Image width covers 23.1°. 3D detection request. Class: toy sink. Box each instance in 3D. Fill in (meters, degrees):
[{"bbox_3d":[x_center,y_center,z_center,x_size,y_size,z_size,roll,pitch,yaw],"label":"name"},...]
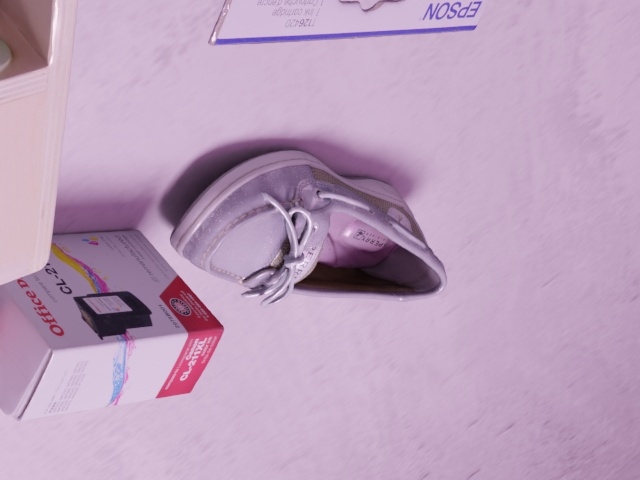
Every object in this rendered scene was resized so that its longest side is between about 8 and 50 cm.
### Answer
[{"bbox_3d":[-0.237,-0.091,0.882,0.131,0.153,0.234,-22,147,-32],"label":"toy sink"}]

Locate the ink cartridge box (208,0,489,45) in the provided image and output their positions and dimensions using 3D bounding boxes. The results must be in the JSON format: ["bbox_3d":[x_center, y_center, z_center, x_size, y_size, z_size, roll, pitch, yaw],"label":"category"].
[{"bbox_3d":[0.069,-0.284,1.096,0.303,0.072,0.307,-11,140,-47],"label":"ink cartridge box"}]

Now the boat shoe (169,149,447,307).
[{"bbox_3d":[-0.001,0.002,1.363,0.118,0.103,0.320,-52,151,17],"label":"boat shoe"}]

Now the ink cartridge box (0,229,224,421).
[{"bbox_3d":[-0.181,0.060,1.187,0.175,0.127,0.072,-4,133,-50],"label":"ink cartridge box"}]
